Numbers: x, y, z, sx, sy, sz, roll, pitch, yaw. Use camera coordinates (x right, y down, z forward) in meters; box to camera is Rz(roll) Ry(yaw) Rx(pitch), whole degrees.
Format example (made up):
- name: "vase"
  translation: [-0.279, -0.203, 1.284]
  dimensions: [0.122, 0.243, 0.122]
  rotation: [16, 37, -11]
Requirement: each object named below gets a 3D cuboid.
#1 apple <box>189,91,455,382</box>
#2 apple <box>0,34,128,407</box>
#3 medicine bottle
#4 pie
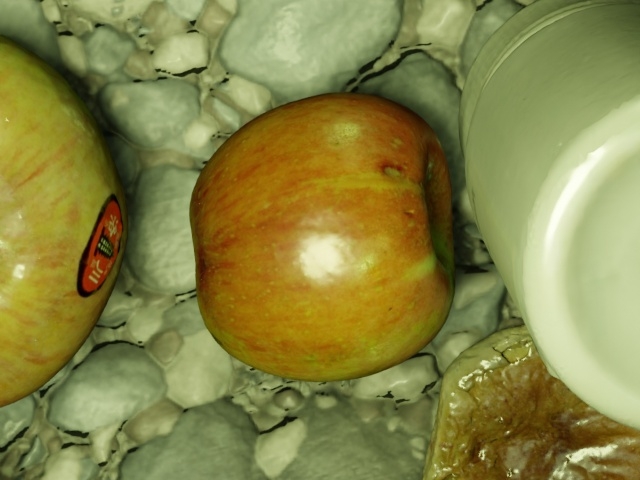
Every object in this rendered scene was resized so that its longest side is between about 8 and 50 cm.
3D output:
- name: "apple"
  translation: [0.000, 0.000, 1.268]
  dimensions: [0.196, 0.196, 0.196]
  rotation: [-1, 107, -3]
- name: "apple"
  translation: [-0.247, -0.014, 1.243]
  dimensions: [0.261, 0.194, 0.260]
  rotation: [-1, 109, -2]
- name: "medicine bottle"
  translation: [0.200, -0.036, 1.173]
  dimensions: [0.211, 0.371, 0.211]
  rotation: [-1, 106, -2]
- name: "pie"
  translation: [0.168, 0.155, 1.398]
  dimensions: [0.195, 0.046, 0.195]
  rotation: [-1, 107, -5]
